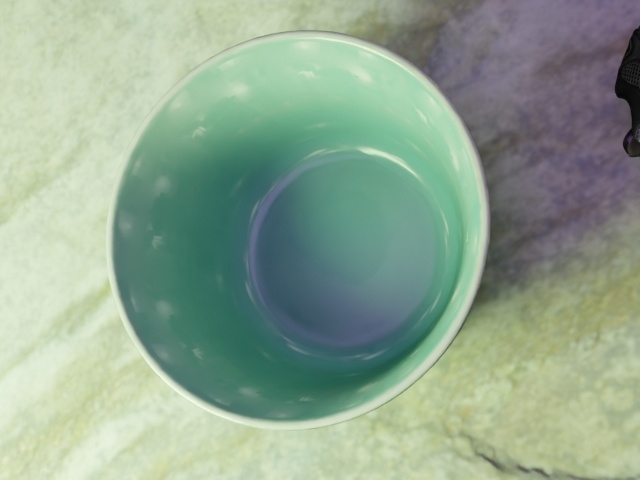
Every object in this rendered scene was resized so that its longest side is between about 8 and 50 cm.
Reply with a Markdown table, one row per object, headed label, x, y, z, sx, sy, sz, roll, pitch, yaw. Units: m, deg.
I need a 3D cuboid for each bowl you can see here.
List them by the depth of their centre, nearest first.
| label | x | y | z | sx | sy | sz | roll | pitch | yaw |
| --- | --- | --- | --- | --- | --- | --- | --- | --- | --- |
| bowl | 0.000 | 0.000 | 1.192 | 0.311 | 0.163 | 0.312 | -3 | 81 | 18 |

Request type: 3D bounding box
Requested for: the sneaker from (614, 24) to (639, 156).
| label | x | y | z | sx | sy | sz | roll | pitch | yaw |
| --- | --- | --- | --- | --- | --- | --- | --- | --- | --- |
| sneaker | 0.322 | -0.091 | 1.132 | 0.227 | 0.087 | 0.130 | 35 | 98 | 30 |
